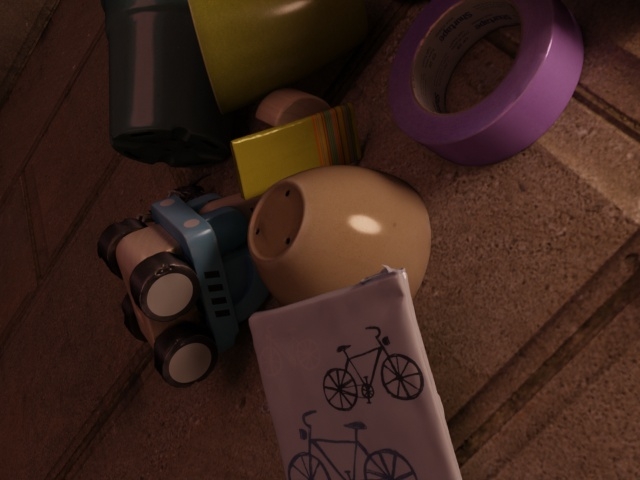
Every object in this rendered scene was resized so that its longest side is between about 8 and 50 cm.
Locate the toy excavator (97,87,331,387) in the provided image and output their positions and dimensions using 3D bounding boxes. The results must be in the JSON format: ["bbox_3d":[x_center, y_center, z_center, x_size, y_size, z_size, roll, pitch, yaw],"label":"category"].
[{"bbox_3d":[-0.162,-0.021,1.223,0.222,0.445,0.433,33,139,48],"label":"toy excavator"}]

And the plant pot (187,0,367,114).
[{"bbox_3d":[-0.072,-0.397,1.212,0.294,0.275,0.274,-14,54,-2],"label":"plant pot"}]

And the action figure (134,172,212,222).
[{"bbox_3d":[-0.308,-0.022,1.423,0.164,0.141,0.275,-5,73,48],"label":"action figure"}]

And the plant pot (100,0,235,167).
[{"bbox_3d":[-0.315,-0.352,1.456,0.341,0.341,0.334,-12,73,44],"label":"plant pot"}]

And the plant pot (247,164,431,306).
[{"bbox_3d":[0.000,0.000,1.036,0.284,0.191,0.284,-21,59,41],"label":"plant pot"}]

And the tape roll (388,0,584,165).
[{"bbox_3d":[0.231,-0.251,0.973,0.275,0.090,0.274,-23,57,40],"label":"tape roll"}]

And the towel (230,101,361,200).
[{"bbox_3d":[-0.036,-0.149,1.101,0.021,0.237,0.102,22,129,54],"label":"towel"}]

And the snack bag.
[{"bbox_3d":[0.036,0.231,0.926,0.323,0.037,0.342,-22,81,42],"label":"snack bag"}]
